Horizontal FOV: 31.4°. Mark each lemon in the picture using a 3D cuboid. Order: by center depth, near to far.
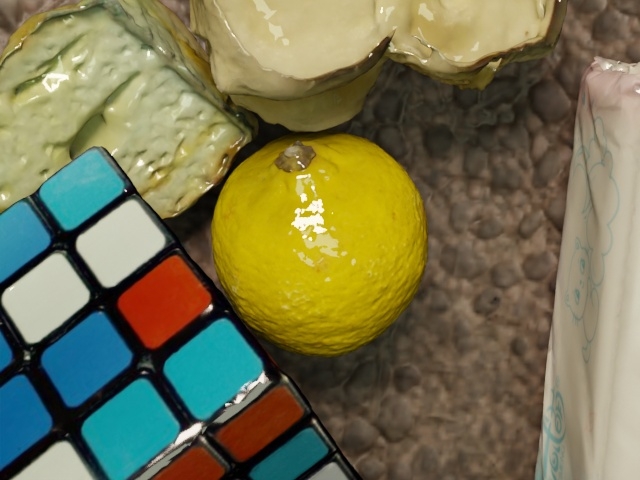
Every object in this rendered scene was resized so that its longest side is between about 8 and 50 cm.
[{"bbox_3d":[0.000,0.000,0.560,0.109,0.109,0.133,-17,138,-6],"label":"lemon"}]

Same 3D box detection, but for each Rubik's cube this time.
[{"bbox_3d":[-0.092,0.083,0.504,0.151,0.154,0.155,-37,145,-6],"label":"Rubik's cube"}]

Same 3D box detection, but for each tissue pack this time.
[{"bbox_3d":[0.226,0.045,0.606,0.201,0.124,0.271,1,103,-11],"label":"tissue pack"}]

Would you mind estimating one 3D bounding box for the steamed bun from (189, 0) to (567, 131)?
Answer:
[{"bbox_3d":[0.008,-0.150,0.538,0.177,0.106,0.192,-18,93,-19],"label":"steamed bun"}]

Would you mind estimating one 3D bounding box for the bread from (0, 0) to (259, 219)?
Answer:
[{"bbox_3d":[-0.149,-0.024,0.543,0.232,0.088,0.128,-43,136,0],"label":"bread"}]
